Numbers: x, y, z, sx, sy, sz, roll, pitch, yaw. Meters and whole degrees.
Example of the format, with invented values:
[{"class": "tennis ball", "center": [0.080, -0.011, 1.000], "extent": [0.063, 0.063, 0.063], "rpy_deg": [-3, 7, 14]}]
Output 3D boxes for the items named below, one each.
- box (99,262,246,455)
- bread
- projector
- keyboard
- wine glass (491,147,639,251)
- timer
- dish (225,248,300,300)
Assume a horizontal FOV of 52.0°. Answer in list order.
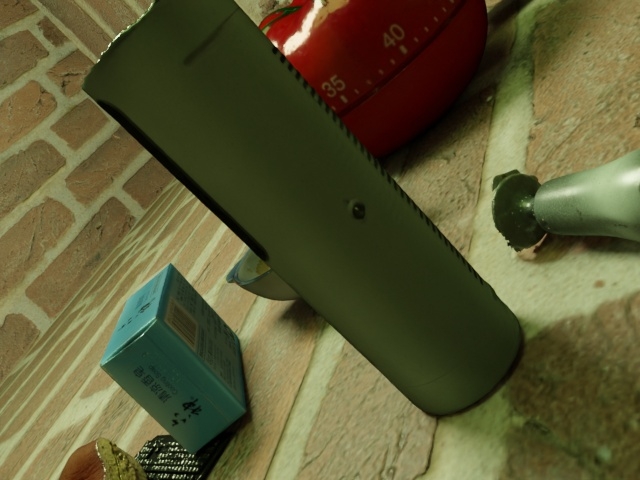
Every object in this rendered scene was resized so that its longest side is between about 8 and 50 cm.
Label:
[{"class": "box", "center": [-0.166, 0.128, 0.777], "extent": [0.083, 0.142, 0.232], "rpy_deg": [-40, 15, 0]}, {"class": "bread", "center": [-0.246, 0.285, 0.728], "extent": [0.192, 0.067, 0.119], "rpy_deg": [-28, 44, 39]}, {"class": "projector", "center": [0.002, -0.020, 0.449], "extent": [0.108, 0.337, 0.108], "rpy_deg": [-39, 20, 17]}, {"class": "keyboard", "center": [-0.170, 0.247, 0.747], "extent": [0.196, 0.015, 0.074], "rpy_deg": [-21, 29, 49]}, {"class": "wine glass", "center": [0.198, -0.030, 0.482], "extent": [0.072, 0.072, 0.155], "rpy_deg": [-50, 18, -19]}, {"class": "timer", "center": [0.073, -0.292, 1.013], "extent": [0.378, 0.279, 0.378], "rpy_deg": [-36, 20, 16]}, {"class": "dish", "center": [0.000, 0.000, 0.822], "extent": [0.236, 0.086, 0.228], "rpy_deg": [-24, 25, 47]}]
